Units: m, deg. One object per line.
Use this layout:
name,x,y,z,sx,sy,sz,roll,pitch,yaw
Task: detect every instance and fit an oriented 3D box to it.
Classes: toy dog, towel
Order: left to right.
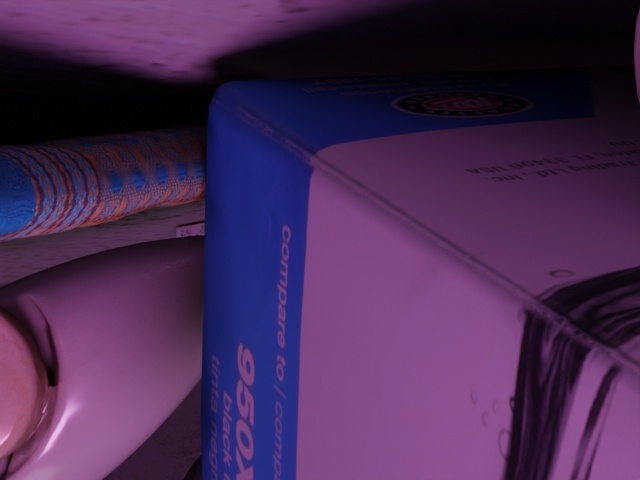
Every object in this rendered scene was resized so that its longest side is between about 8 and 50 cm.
towel,-0.182,0.000,0.524,0.271,0.040,0.370,-6,-176,21
toy dog,-0.064,0.076,0.783,0.333,0.161,0.220,-15,-179,17

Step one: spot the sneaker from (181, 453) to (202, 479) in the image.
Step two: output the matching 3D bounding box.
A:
sneaker,0.097,0.092,0.711,0.384,0.145,0.147,-18,174,-30

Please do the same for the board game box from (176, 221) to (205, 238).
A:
board game box,0.000,0.000,1.010,0.103,0.026,0.154,-10,172,39

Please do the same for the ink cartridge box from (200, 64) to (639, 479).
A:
ink cartridge box,0.165,0.070,0.430,0.285,0.166,0.395,-4,-161,-23

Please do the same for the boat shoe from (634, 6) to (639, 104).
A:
boat shoe,0.233,-0.059,0.328,0.335,0.112,0.095,-2,-166,30
